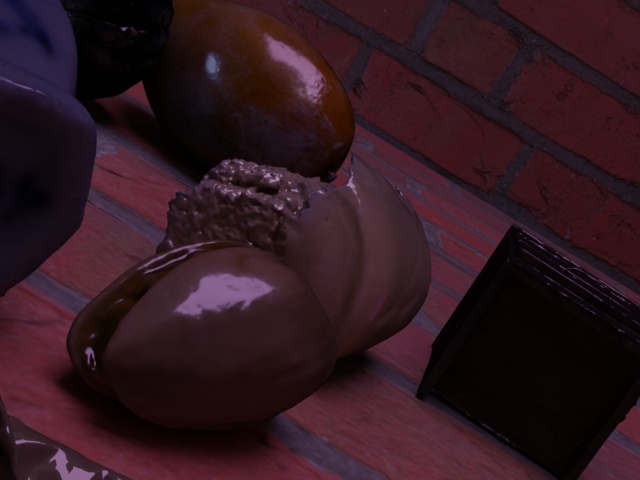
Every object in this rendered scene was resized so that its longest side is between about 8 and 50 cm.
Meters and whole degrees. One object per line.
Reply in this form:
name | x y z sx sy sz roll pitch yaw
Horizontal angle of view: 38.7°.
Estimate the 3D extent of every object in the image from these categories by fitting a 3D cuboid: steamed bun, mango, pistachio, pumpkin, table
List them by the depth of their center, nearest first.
pistachio | -0.066 0.063 0.572 0.185 0.124 0.124 -4 34 -41
steamed bun | 0.000 0.000 0.812 0.200 0.170 0.225 31 11 19
table | 0.219 0.103 0.908 0.169 0.172 0.193 33 13 7
pumpkin | -0.278 -0.277 1.098 0.162 0.220 0.220 -3 34 -43
mango | -0.112 -0.201 1.173 0.199 0.221 0.384 -27 61 -31

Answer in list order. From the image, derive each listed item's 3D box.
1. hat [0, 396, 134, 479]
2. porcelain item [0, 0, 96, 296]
hat | -0.117 0.135 0.317 0.166 0.144 0.173 34 57 2
porcelain item | -0.295 -0.131 0.611 0.242 0.178 0.405 20 20 -42
